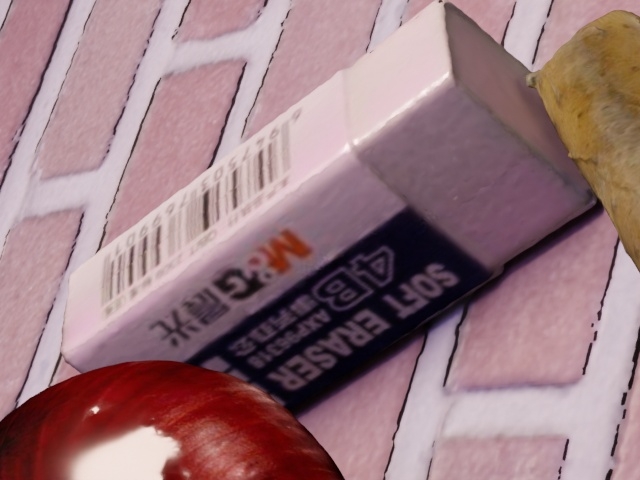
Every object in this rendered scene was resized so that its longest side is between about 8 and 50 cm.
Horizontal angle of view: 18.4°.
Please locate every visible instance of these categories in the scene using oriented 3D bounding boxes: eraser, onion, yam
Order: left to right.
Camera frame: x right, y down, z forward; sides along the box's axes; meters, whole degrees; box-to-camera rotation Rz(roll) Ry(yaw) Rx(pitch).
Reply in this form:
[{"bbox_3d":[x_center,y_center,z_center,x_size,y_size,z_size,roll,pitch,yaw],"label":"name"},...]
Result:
[{"bbox_3d":[-0.074,0.189,0.987,0.273,0.285,0.273,2,95,27],"label":"onion"},{"bbox_3d":[0.000,0.000,1.092,0.287,0.130,0.086,-36,36,25],"label":"eraser"},{"bbox_3d":[0.187,0.014,0.915,0.083,0.083,0.371,-41,40,17],"label":"yam"}]
